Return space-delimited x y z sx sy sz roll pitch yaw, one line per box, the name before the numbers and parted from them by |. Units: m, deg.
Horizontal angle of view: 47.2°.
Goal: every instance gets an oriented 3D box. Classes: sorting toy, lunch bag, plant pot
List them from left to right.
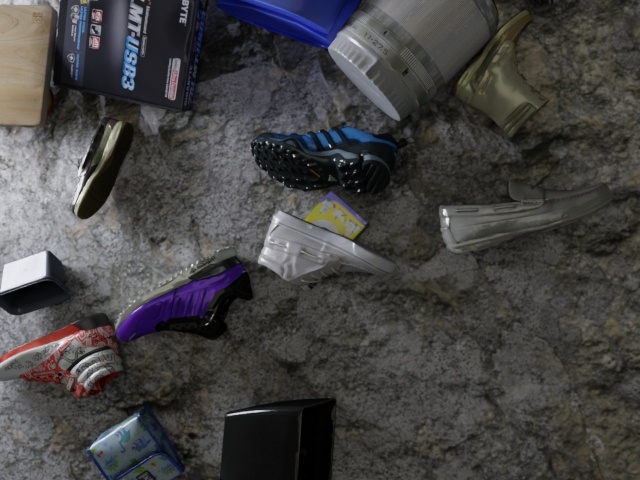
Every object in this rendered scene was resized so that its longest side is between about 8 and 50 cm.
sorting toy | -0.684 -0.364 1.562 0.257 0.089 0.255 3 85 7
lunch bag | -0.359 0.426 1.438 0.129 0.096 0.151 -33 95 0
plant pot | -0.083 0.388 1.364 0.167 0.188 0.187 2 84 19

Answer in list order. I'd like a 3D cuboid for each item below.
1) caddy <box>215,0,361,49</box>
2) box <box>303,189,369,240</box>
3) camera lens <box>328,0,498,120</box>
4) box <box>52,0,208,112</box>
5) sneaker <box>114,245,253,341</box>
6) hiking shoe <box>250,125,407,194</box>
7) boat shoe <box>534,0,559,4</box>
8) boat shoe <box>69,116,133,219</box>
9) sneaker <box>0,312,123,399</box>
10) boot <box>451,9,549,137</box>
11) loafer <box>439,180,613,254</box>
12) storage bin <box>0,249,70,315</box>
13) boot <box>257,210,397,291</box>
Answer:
caddy | -0.068 -0.514 1.425 0.342 0.241 0.179 22 94 9
box | 0.000 0.000 1.459 0.105 0.043 0.179 41 92 10
camera lens | 0.179 -0.392 1.385 0.274 0.219 0.219 -46 80 3
box | -0.389 -0.436 1.501 0.294 0.073 0.295 15 105 9
sneaker | -0.263 0.144 1.446 0.293 0.102 0.146 -32 82 3
hiking shoe | 0.010 -0.170 1.458 0.304 0.113 0.132 14 47 20
boat shoe | 0.338 -0.563 1.450 0.119 0.121 0.335 -43 70 9
boat shoe | -0.466 -0.153 1.521 0.074 0.080 0.223 22 82 15
sneaker | -0.530 0.265 1.474 0.270 0.090 0.144 -25 79 1
boot | 0.382 -0.324 1.426 0.165 0.077 0.213 40 95 10
loafer | 0.382 -0.063 1.380 0.320 0.112 0.111 -16 91 6
storage bin | -0.589 0.085 1.508 0.135 0.098 0.091 -18 54 6
boot | 0.008 0.044 1.394 0.258 0.095 0.123 23 93 18
